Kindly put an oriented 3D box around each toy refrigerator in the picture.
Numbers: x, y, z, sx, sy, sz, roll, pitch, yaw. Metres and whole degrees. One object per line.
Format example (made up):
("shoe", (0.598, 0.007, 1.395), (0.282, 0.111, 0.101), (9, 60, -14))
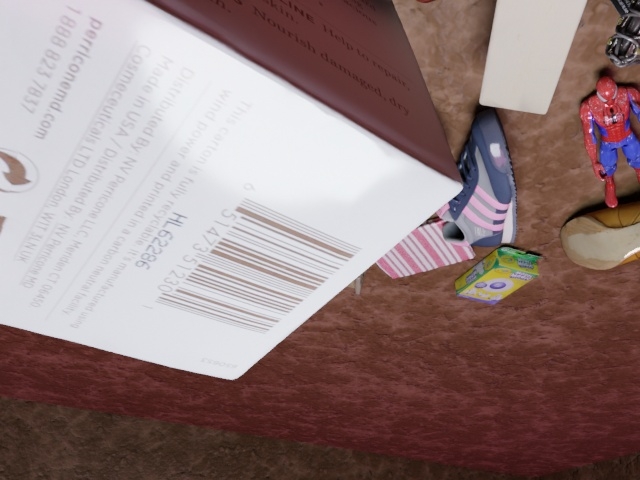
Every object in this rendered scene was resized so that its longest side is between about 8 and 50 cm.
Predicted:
("toy refrigerator", (0.241, -0.260, 0.624), (0.094, 0.102, 0.269), (13, 160, 14))

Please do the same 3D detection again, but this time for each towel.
("towel", (0.197, 0.013, 1.175), (0.197, 0.029, 0.144), (-17, 139, 27))

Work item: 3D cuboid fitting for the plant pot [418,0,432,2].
("plant pot", (0.090, -0.354, 0.437), (0.267, 0.267, 0.236), (19, 156, -23))

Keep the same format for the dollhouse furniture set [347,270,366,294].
("dollhouse furniture set", (0.000, 0.000, 1.103), (0.182, 0.101, 0.161), (12, 143, 12))

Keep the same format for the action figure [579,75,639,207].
("action figure", (0.453, -0.120, 0.859), (0.091, 0.139, 0.280), (-17, 139, 26))

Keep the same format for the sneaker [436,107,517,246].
("sneaker", (0.249, -0.080, 0.950), (0.131, 0.112, 0.319), (-9, 144, 13))

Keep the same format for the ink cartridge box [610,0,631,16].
("ink cartridge box", (0.359, -0.315, 0.642), (0.097, 0.046, 0.207), (-28, 135, 36))

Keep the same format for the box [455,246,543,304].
("box", (0.384, 0.076, 1.241), (0.105, 0.043, 0.179), (14, 144, -17))

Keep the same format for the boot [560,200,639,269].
("boot", (0.589, -0.030, 1.013), (0.211, 0.104, 0.295), (-17, 177, -15))

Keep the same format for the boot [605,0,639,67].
("boot", (0.340, -0.270, 0.543), (0.263, 0.091, 0.229), (-13, 138, -29))

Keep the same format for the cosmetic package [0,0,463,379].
("cosmetic package", (-0.136, -0.143, 0.541), (0.327, 0.394, 0.329), (23, 130, -30))
